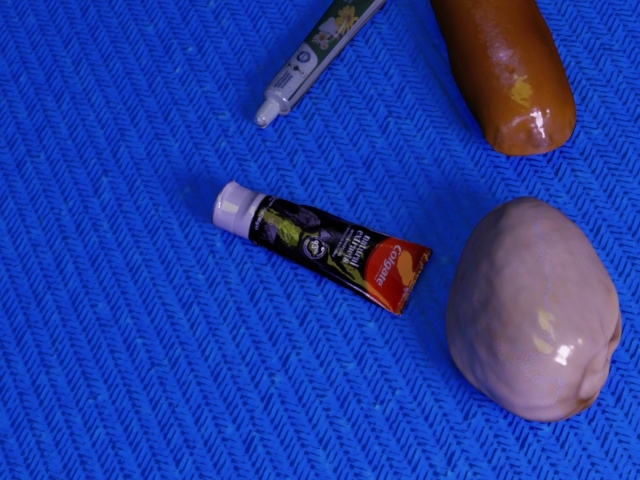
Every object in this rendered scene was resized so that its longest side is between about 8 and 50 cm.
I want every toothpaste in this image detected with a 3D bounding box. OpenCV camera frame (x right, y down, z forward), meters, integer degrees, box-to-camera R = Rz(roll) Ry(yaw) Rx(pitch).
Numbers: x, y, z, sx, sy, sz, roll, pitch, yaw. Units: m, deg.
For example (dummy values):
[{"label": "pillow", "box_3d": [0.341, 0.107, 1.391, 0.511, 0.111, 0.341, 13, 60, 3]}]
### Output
[{"label": "toothpaste", "box_3d": [0.000, 0.000, 1.469, 0.193, 0.045, 0.071, 23, 67, 15]}, {"label": "toothpaste", "box_3d": [0.000, -0.184, 1.581, 0.049, 0.031, 0.204, 28, 67, 23]}]

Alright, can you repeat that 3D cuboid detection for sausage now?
[{"label": "sausage", "box_3d": [0.164, -0.175, 1.512, 0.098, 0.098, 0.238, -16, 57, 1]}]

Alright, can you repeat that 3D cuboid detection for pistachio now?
[{"label": "pistachio", "box_3d": [0.169, 0.054, 1.361, 0.145, 0.117, 0.200, -18, 58, 5]}]
